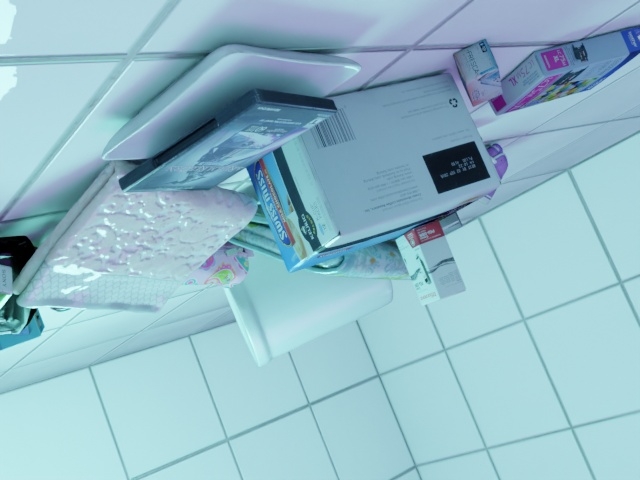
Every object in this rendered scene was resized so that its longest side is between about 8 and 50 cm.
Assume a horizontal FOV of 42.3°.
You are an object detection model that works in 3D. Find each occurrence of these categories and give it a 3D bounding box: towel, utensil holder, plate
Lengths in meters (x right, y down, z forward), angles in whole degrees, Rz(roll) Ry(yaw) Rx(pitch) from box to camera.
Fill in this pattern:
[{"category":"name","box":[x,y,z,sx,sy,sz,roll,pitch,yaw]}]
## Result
[{"category":"towel","box":[-0.306,0.010,1.404,0.317,0.053,0.332,-45,151,20]},{"category":"utensil holder","box":[-0.047,0.101,2.138,0.385,0.327,0.327,-22,171,-9]},{"category":"plate","box":[-0.123,-0.191,1.129,0.278,0.045,0.277,-28,168,36]},{"category":"towel","box":[0.000,0.000,1.760,0.374,0.090,0.320,19,-171,36]}]

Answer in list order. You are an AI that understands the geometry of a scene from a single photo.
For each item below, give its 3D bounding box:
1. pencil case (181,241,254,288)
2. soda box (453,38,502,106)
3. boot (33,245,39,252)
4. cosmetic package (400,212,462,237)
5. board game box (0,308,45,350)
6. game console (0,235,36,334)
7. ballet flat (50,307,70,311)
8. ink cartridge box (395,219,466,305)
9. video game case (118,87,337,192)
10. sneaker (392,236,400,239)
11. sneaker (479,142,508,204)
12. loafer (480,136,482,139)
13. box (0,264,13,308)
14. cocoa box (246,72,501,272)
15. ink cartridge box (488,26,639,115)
[{"category":"pencil case","box":[-0.274,0.036,1.724,0.124,0.124,0.284,-29,157,35]},{"category":"soda box","box":[0.280,-0.291,1.456,0.063,0.058,0.183,-24,171,12]},{"category":"boot","box":[-0.590,0.079,1.513,0.213,0.077,0.165,-21,173,-10]},{"category":"cosmetic package","box":[0.190,-0.111,1.717,0.127,0.238,0.107,-24,171,12]},{"category":"board game box","box":[-0.705,0.195,1.690,0.254,0.079,0.336,-20,-177,-18]},{"category":"game console","box":[-0.648,0.090,1.343,0.361,0.044,0.213,-6,138,-20]},{"category":"ballet flat","box":[-0.456,0.043,1.522,0.077,0.079,0.221,-7,-151,7]},{"category":"ink cartridge box","box":[0.198,0.043,1.491,0.056,0.135,0.099,-19,173,-17]},{"category":"video game case","box":[-0.133,-0.138,1.199,0.274,0.026,0.196,-28,169,31]},{"category":"sneaker","box":[0.231,-0.066,2.263,0.295,0.178,0.124,-23,171,1]},{"category":"sneaker","box":[0.404,-0.206,2.208,0.282,0.102,0.161,15,112,-52]},{"category":"loafer","box":[0.326,-0.229,1.924,0.170,0.062,0.061,-16,164,-41]},{"category":"box","box":[-0.652,0.124,1.280,0.232,0.058,0.322,14,139,-39]},{"category":"cocoa box","box":[0.085,-0.118,1.448,0.347,0.231,0.228,-18,171,-29]},{"category":"ink cartridge box","box":[0.515,-0.348,1.686,0.311,0.065,0.186,-20,171,-23]}]
